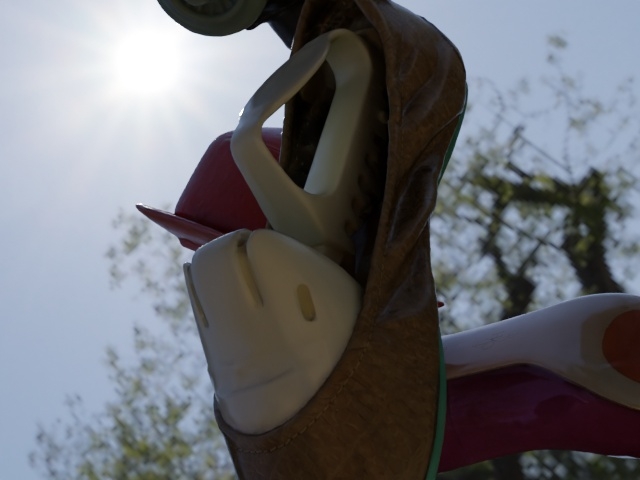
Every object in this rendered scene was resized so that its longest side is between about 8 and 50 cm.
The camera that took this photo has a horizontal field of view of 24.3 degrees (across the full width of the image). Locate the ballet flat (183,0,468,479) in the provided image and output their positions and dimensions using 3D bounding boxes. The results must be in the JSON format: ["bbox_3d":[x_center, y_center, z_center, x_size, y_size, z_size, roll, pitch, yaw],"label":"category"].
[{"bbox_3d":[0.000,0.000,0.717,0.124,0.116,0.342,41,-134,-33],"label":"ballet flat"}]

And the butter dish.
[{"bbox_3d":[-0.006,-0.031,0.937,0.160,0.160,0.118,18,-89,-40],"label":"butter dish"}]

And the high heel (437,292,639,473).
[{"bbox_3d":[0.155,0.130,1.038,0.127,0.377,0.181,-42,-43,-47],"label":"high heel"}]

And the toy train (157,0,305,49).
[{"bbox_3d":[-0.065,-0.269,0.855,0.190,0.334,0.142,-29,18,32],"label":"toy train"}]
